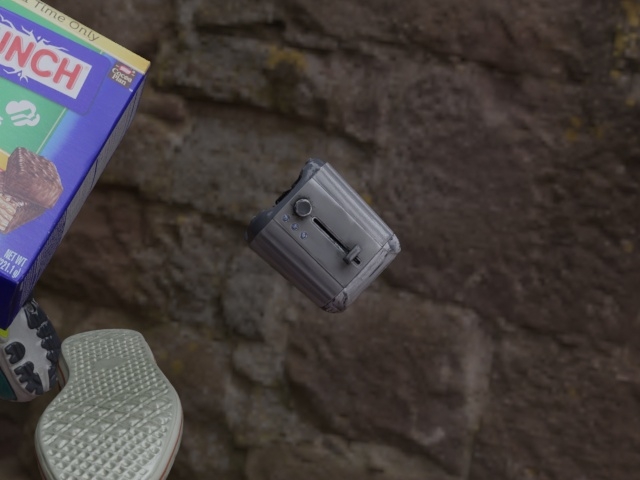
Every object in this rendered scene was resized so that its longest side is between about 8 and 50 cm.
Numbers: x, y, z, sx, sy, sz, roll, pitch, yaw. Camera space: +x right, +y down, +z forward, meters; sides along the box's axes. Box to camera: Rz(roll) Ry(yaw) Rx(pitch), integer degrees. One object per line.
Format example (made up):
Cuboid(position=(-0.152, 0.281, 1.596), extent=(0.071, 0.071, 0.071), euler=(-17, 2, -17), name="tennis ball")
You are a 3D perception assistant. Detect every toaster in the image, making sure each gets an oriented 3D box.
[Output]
Cuboid(position=(0.000, 0.000, 1.405), extent=(0.146, 0.129, 0.227), euler=(44, -8, -1), name="toaster")

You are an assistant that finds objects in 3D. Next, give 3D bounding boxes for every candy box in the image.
Cuboid(position=(-0.362, -0.112, 1.255), extent=(0.268, 0.317, 0.122), euler=(28, -35, -7), name="candy box")

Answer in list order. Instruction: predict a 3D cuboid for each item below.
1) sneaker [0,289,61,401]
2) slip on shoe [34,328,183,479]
Cuboid(position=(-0.397, 0.062, 1.389), extent=(0.110, 0.275, 0.107), euler=(-12, 12, 32), name="sneaker")
Cuboid(position=(-0.183, 0.169, 1.061), extent=(0.123, 0.101, 0.331), euler=(-5, 14, -11), name="slip on shoe")
